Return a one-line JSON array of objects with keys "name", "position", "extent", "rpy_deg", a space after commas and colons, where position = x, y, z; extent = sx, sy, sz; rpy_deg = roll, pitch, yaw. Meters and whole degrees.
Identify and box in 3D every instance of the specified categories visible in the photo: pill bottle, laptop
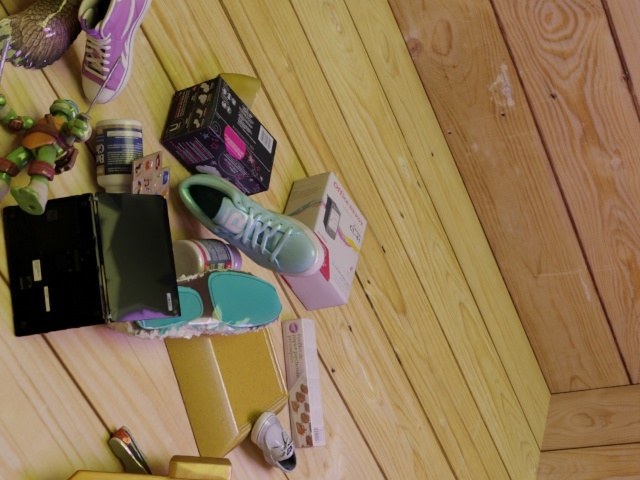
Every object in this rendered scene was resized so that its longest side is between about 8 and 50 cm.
[{"name": "pill bottle", "position": [-0.254, 0.049, 2.029], "extent": [0.180, 0.108, 0.108], "rpy_deg": [-4, 82, -61]}, {"name": "laptop", "position": [-0.410, 0.041, 1.663], "extent": [0.136, 0.264, 0.234], "rpy_deg": [45, 36, -80]}, {"name": "pill bottle", "position": [-0.403, -0.154, 1.854], "extent": [0.094, 0.094, 0.169], "rpy_deg": [2, 84, -60]}]

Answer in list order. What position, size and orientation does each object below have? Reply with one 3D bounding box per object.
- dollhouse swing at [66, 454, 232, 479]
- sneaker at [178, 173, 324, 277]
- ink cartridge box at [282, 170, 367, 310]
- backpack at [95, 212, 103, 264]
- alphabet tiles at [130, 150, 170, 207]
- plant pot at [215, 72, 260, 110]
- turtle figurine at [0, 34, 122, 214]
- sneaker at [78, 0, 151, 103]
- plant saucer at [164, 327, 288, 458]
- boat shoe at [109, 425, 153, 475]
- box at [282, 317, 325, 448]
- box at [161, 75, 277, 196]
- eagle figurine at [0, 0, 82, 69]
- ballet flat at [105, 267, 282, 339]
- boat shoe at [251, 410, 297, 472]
[{"name": "dollhouse swing", "position": [-0.330, 0.570, 1.686], "extent": [0.315, 0.305, 0.347], "rpy_deg": [128, -33, -78]}, {"name": "sneaker", "position": [-0.167, -0.028, 2.019], "extent": [0.135, 0.366, 0.150], "rpy_deg": [-64, 161, 10]}, {"name": "ink cartridge box", "position": [0.000, 0.000, 2.481], "extent": [0.226, 0.131, 0.306], "rpy_deg": [54, 38, -36]}, {"name": "backpack", "position": [-0.418, 0.001, 1.740], "extent": [0.098, 0.120, 0.101], "rpy_deg": [-12, 88, -20]}, {"name": "alphabet tiles", "position": [-0.356, -0.057, 1.870], "extent": [0.198, 0.009, 0.237], "rpy_deg": [-39, 138, -66]}, {"name": "plant pot", "position": [-0.220, -0.356, 2.255], "extent": [0.095, 0.134, 0.134], "rpy_deg": [27, 50, -20]}, {"name": "turtle figurine", "position": [-0.506, -0.195, 1.600], "extent": [0.198, 0.274, 0.266], "rpy_deg": [25, 55, -14]}, {"name": "sneaker", "position": [-0.429, -0.384, 1.777], "extent": [0.282, 0.102, 0.161], "rpy_deg": [-68, 171, 26]}, {"name": "plant saucer", "position": [-0.187, 0.293, 2.081], "extent": [0.333, 0.081, 0.332], "rpy_deg": [-27, 103, -61]}, {"name": "boat shoe", "position": [-0.355, 0.418, 1.768], "extent": [0.137, 0.049, 0.043], "rpy_deg": [61, 30, -19]}, {"name": "box", "position": [-0.042, 0.360, 2.327], "extent": [0.067, 0.063, 0.324], "rpy_deg": [15, 66, -60]}, {"name": "box", "position": [-0.232, -0.231, 2.150], "extent": [0.247, 0.142, 0.163], "rpy_deg": [48, 39, -44]}, {"name": "eagle figurine", "position": [-0.497, -0.484, 1.746], "extent": [0.226, 0.225, 0.298], "rpy_deg": [60, 21, -47]}, {"name": "ballet flat", "position": [-0.266, 0.133, 1.899], "extent": [0.409, 0.147, 0.147], "rpy_deg": [3, 76, -46]}, {"name": "boat shoe", "position": [-0.094, 0.462, 2.096], "extent": [0.079, 0.081, 0.227], "rpy_deg": [-52, 152, -24]}]
